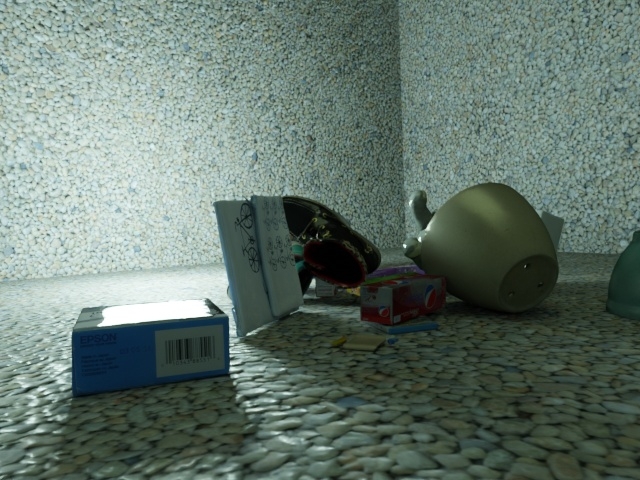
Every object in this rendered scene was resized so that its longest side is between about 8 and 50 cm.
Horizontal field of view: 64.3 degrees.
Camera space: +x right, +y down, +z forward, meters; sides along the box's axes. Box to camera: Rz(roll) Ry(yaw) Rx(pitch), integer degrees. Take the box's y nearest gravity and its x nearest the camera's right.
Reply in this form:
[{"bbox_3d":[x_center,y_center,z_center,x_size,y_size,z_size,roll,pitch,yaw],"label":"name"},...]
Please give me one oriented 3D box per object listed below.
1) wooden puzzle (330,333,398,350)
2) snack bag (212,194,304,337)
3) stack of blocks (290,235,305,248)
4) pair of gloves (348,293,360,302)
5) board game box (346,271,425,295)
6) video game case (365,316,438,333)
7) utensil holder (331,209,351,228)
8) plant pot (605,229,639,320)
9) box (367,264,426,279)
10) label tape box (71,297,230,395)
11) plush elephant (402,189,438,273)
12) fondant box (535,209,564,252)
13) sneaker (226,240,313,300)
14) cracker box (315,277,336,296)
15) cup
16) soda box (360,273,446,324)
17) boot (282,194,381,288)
[{"bbox_3d":[0.086,0.201,0.996,0.116,0.014,0.078,-1,7,32],"label":"wooden puzzle"},{"bbox_3d":[-0.143,0.043,1.256,0.037,0.323,0.342,-11,-1,21],"label":"snack bag"},{"bbox_3d":[-0.150,0.051,1.800,0.171,0.087,0.297,-2,-40,-26],"label":"stack of blocks"},{"bbox_3d":[0.213,0.158,1.554,0.240,0.042,0.204,-2,3,25],"label":"pair of gloves"},{"bbox_3d":[0.216,0.130,1.485,0.259,0.039,0.124,-9,12,-31],"label":"board game box"},{"bbox_3d":[0.178,0.188,1.178,0.119,0.015,0.166,-2,2,-18],"label":"video game case"},{"bbox_3d":[-0.040,-0.004,2.331,0.327,0.328,0.385,-1,1,19],"label":"utensil holder"},{"bbox_3d":[0.830,0.072,1.188,0.293,0.196,0.293,-3,2,0],"label":"plant pot"},{"bbox_3d":[0.272,0.120,1.785,0.201,0.057,0.293,-9,-5,43],"label":"box"},{"bbox_3d":[-0.319,0.172,0.949,0.240,0.106,0.333,-3,3,-21],"label":"label tape box"},{"bbox_3d":[0.436,0.015,1.602,0.255,0.330,0.272,-13,37,30],"label":"plush elephant"},{"bbox_3d":[0.617,0.030,1.676,0.096,0.238,0.330,17,-4,-21],"label":"fondant box"},{"bbox_3d":[-0.135,0.134,1.613,0.295,0.124,0.178,-34,49,-19],"label":"sneaker"},{"bbox_3d":[0.020,0.063,1.695,0.067,0.232,0.156,-1,3,6],"label":"cracker box"},{"bbox_3d":[0.459,0.048,1.298,0.331,0.331,0.237,-3,28,-17],"label":"cup"},{"bbox_3d":[0.203,0.136,1.218,0.092,0.083,0.263,1,3,40],"label":"soda box"},{"bbox_3d":[0.000,0.000,1.468,0.377,0.138,0.284,36,13,3],"label":"boot"}]
